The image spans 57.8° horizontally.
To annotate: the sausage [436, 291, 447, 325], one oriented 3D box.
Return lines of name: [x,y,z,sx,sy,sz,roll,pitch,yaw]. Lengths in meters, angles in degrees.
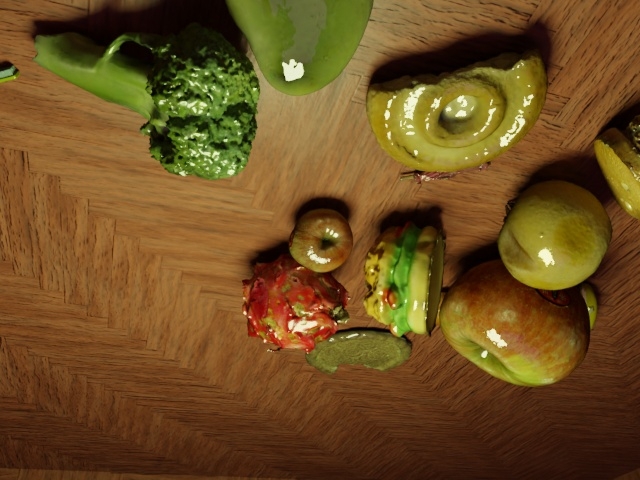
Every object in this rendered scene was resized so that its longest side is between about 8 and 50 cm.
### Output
sausage: [0.372,0.182,1.421,0.239,0.098,0.098,14,139,-19]

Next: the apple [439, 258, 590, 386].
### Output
apple: [0.419,0.162,1.246,0.309,0.250,0.277,41,163,-21]

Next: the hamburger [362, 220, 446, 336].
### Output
hamburger: [0.163,0.077,1.170,0.149,0.237,0.237,7,145,17]

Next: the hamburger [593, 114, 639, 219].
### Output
hamburger: [0.549,-0.128,0.968,0.118,0.181,0.191,-35,127,12]

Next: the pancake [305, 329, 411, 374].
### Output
pancake: [0.104,0.321,1.630,0.288,0.033,0.286,25,134,-33]

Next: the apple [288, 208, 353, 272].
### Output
apple: [0.003,-0.001,1.132,0.126,0.125,0.102,7,-179,-13]

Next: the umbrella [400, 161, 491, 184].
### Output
umbrella: [0.230,-0.125,1.065,0.165,0.025,0.027,-10,120,6]

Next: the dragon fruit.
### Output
dragon fruit: [-0.041,0.131,1.212,0.210,0.205,0.268,-9,-170,-43]

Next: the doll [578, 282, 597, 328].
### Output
doll: [0.580,0.194,1.438,0.252,0.111,0.237,13,119,-23]

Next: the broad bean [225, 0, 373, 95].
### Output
broad bean: [-0.026,-0.309,0.727,0.189,0.121,0.263,-9,140,0]

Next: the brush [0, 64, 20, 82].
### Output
brush: [-0.488,-0.239,0.861,0.083,0.018,0.021,-15,131,14]

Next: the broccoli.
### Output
broccoli: [-0.207,-0.210,0.838,0.302,0.186,0.254,28,161,33]

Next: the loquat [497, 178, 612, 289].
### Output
loquat: [0.430,-0.010,1.086,0.213,0.213,0.213,-2,143,-2]

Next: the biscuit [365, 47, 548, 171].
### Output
biscuit: [0.220,-0.195,0.919,0.274,0.091,0.213,-17,139,13]
